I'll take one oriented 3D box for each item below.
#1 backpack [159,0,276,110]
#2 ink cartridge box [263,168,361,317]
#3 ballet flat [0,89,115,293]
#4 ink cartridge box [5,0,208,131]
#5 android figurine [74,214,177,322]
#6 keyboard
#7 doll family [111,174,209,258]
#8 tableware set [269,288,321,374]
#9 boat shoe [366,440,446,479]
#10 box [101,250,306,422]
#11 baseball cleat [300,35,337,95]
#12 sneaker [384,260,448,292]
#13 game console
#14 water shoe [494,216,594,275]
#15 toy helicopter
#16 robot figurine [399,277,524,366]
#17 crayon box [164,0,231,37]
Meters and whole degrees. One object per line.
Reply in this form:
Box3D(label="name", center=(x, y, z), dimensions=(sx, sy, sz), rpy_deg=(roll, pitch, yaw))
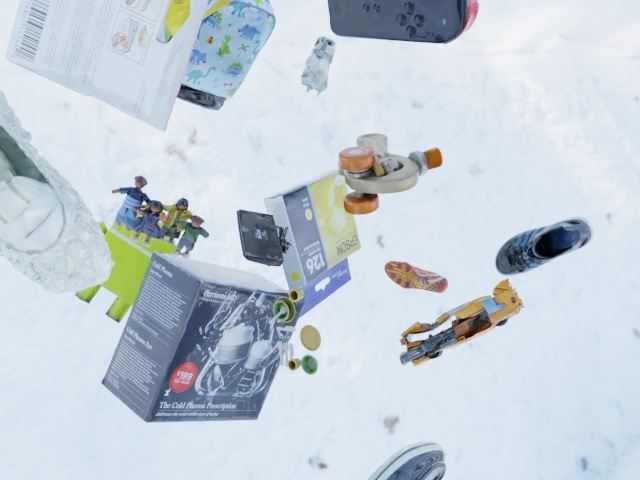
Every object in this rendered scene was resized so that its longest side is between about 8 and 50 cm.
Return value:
Box3D(label="backpack", center=(-0.270, -0.505, 1.764), dimensions=(0.290, 0.355, 0.273), rpy_deg=(15, 18, -44))
Box3D(label="ink cartridge box", center=(0.000, 0.000, 1.818), dimensions=(0.303, 0.072, 0.307), rpy_deg=(-31, 108, -56))
Box3D(label="ballet flat", center=(-0.457, -0.090, 1.022), dimensions=(0.409, 0.147, 0.147), rpy_deg=(52, 42, 5))
Box3D(label="ink cartridge box", center=(-0.245, -0.322, 0.920), dimensions=(0.261, 0.296, 0.066), rpy_deg=(26, 16, 13))
Box3D(label="android figurine", center=(-0.449, 0.049, 1.712), dimensions=(0.248, 0.056, 0.273), rpy_deg=(33, 77, -8))
Box3D(label="keyboard", center=(-0.104, 0.005, 1.328), dimensions=(0.100, 0.038, 0.192), rpy_deg=(10, 27, -15))
Box3D(label="doll family", center=(-0.304, -0.048, 1.376), dimensions=(0.193, 0.111, 0.076), rpy_deg=(18, 28, -22))
Box3D(label="tableware set", center=(-0.045, 0.161, 1.290), dimensions=(0.024, 0.104, 0.154), rpy_deg=(-10, 99, -53))
Box3D(label="boat shoe", center=(0.109, 0.543, 1.334), dimensions=(0.156, 0.186, 0.500), rpy_deg=(31, 33, 26))
Box3D(label="box", center=(-0.249, 0.221, 1.603), dimensions=(0.343, 0.179, 0.312), rpy_deg=(16, 97, -52))
Box3D(label="baseball cleat", center=(0.003, -0.410, 1.693), dimensions=(0.072, 0.206, 0.109), rpy_deg=(27, 87, -6))
Box3D(label="sneaker", center=(0.231, 0.093, 1.799), dimensions=(0.175, 0.067, 0.064), rpy_deg=(20, 90, -20))
Box3D(label="game console", center=(0.116, -0.542, 1.257), dimensions=(0.060, 0.342, 0.386), rpy_deg=(-32, 125, -39))
Box3D(label="water shoe", center=(0.386, 0.011, 1.303), dimensions=(0.080, 0.203, 0.073), rpy_deg=(-14, 76, -48))
Box3D(label="toy helicopter", center=(0.157, -0.197, 1.744), dimensions=(0.355, 0.235, 0.140), rpy_deg=(-96, 178, -64))
Box3D(label="robot figurine", center=(0.294, 0.183, 1.556), dimensions=(0.085, 0.291, 0.211), rpy_deg=(65, 11, 14))
Box3D(label="crayon box", center=(-0.300, -0.588, 1.452), dimensions=(0.081, 0.202, 0.318), rpy_deg=(58, -1, 37))
